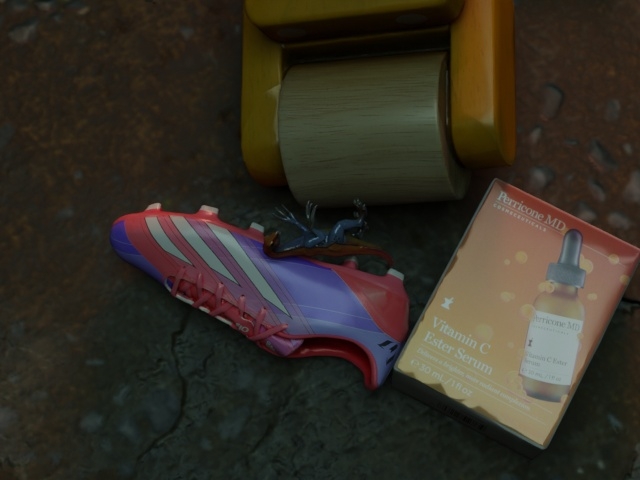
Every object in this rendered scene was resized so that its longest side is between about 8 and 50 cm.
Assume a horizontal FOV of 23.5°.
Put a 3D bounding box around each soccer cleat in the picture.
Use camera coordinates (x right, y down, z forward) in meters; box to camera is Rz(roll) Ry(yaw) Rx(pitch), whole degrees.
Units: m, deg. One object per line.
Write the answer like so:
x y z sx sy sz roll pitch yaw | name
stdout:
-0.052 0.042 1.199 0.248 0.083 0.095 16 69 1 | soccer cleat

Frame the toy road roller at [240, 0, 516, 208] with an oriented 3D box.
0.024 -0.201 1.157 0.202 0.240 0.329 -4 78 18 | toy road roller

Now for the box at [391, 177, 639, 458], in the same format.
0.149 0.062 1.185 0.130 0.091 0.170 27 79 8 | box

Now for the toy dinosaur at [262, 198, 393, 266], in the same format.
0.000 0.000 1.163 0.082 0.047 0.090 -35 80 -15 | toy dinosaur
